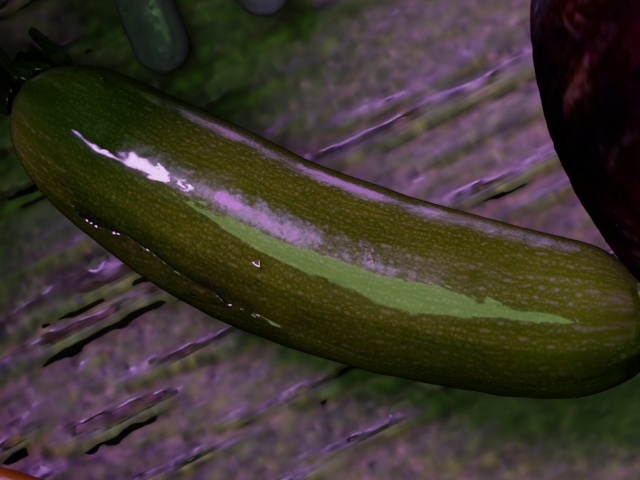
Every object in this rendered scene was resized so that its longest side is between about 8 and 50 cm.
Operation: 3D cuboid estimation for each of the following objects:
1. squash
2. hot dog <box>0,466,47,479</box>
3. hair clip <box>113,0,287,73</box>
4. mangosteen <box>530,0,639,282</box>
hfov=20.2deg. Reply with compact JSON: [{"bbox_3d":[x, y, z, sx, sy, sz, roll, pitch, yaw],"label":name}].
[{"bbox_3d":[0.000,0.003,0.679,0.318,0.071,0.080,19,118,11],"label":"squash"},{"bbox_3d":[-0.131,0.138,0.684,0.337,0.100,0.135,16,125,1],"label":"hot dog"},{"bbox_3d":[-0.115,-0.194,0.680,0.137,0.090,0.278,-28,88,13],"label":"hair clip"},{"bbox_3d":[0.199,-0.076,0.539,0.288,0.288,0.288,0,93,9],"label":"mangosteen"}]
